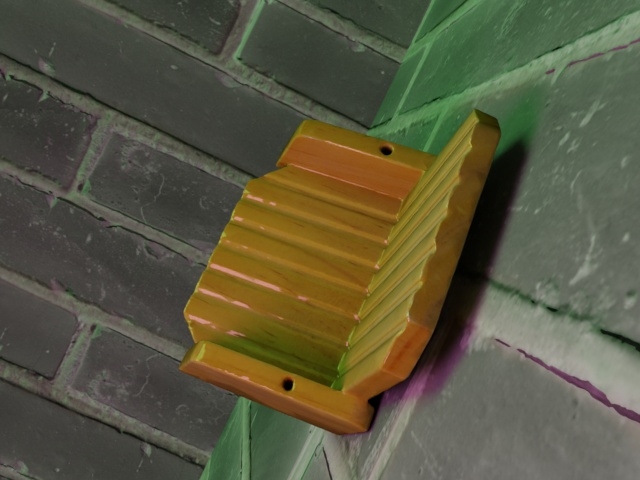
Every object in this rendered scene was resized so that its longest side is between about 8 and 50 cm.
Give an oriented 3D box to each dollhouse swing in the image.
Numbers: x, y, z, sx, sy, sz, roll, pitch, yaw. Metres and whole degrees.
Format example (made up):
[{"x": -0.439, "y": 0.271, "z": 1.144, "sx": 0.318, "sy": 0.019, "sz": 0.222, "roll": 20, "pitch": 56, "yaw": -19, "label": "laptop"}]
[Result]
[{"x": 0.000, "y": 0.000, "z": 0.838, "sx": 0.305, "sy": 0.315, "sz": 0.347, "roll": 81, "pitch": -149, "yaw": -65, "label": "dollhouse swing"}]
